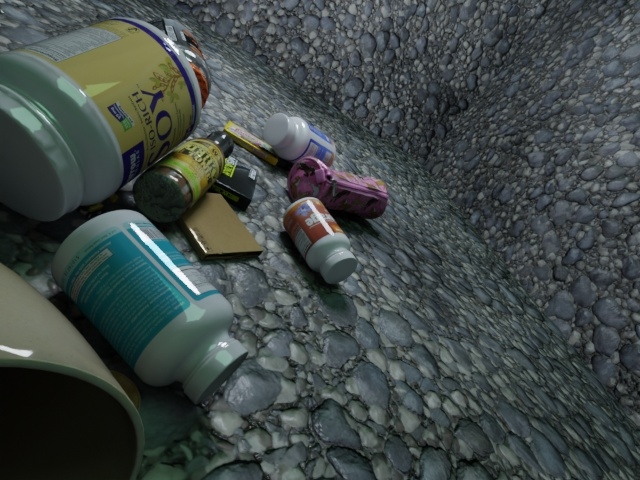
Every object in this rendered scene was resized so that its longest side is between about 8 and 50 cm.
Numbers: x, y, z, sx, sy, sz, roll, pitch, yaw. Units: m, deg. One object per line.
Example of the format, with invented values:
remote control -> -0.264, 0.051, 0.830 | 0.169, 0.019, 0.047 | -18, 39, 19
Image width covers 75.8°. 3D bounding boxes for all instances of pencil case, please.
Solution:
pencil case -> 0.072, -0.166, 1.378 | 0.386, 0.160, 0.167 | 7, 38, -49

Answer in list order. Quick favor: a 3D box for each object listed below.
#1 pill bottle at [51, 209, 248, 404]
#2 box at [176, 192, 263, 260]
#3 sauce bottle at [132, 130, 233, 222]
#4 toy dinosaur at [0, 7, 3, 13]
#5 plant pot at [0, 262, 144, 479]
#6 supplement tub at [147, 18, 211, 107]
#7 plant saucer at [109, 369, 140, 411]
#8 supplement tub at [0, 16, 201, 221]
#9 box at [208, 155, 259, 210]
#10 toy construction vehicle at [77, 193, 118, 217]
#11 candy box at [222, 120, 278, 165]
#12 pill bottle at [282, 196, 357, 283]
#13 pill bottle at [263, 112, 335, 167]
pill bottle -> -0.221, 0.092, 0.559 | 0.264, 0.146, 0.146 | 43, 25, 12
box -> -0.238, -0.037, 0.908 | 0.201, 0.021, 0.164 | 49, 28, 25
sauce bottle -> -0.278, -0.163, 0.903 | 0.111, 0.111, 0.344 | 32, 31, -12
toy dinosaur -> -0.734, -0.453, 0.736 | 0.164, 0.322, 0.218 | 9, 4, 28
plant pot -> -0.317, 0.114, 0.324 | 0.256, 0.257, 0.274 | 8, 20, -46
supplement tub -> -0.450, -0.519, 1.247 | 0.207, 0.207, 0.338 | 16, 33, -38
plant saucer -> -0.259, 0.193, 0.489 | 0.083, 0.015, 0.083 | 29, 26, -16
supplement tub -> -0.383, -0.209, 0.684 | 0.241, 0.241, 0.331 | 35, 44, -6
box -> -0.261, -0.179, 1.098 | 0.184, 0.045, 0.191 | 26, 28, -16
toy construction vehicle -> -0.374, -0.047, 0.731 | 0.086, 0.035, 0.098 | 38, 25, 1
candy box -> -0.238, -0.337, 1.424 | 0.205, 0.027, 0.105 | 30, 22, -17
pill bottle -> 0.000, 0.000, 1.037 | 0.121, 0.121, 0.216 | 9, 37, -46
pill bottle -> -0.075, -0.344, 1.459 | 0.272, 0.152, 0.152 | 16, 31, -55
